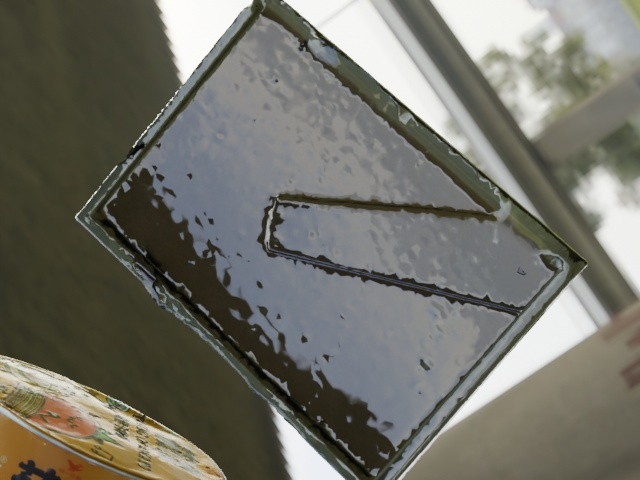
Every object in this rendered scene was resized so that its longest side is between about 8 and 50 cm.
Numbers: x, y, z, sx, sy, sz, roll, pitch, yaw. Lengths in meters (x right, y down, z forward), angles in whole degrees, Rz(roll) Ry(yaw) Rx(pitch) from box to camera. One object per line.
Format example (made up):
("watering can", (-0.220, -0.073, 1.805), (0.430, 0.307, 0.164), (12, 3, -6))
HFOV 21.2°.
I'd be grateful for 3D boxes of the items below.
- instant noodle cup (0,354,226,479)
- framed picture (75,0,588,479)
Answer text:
("instant noodle cup", (-0.196, 0.200, 1.222), (0.215, 0.172, 0.216), (26, -177, -2))
("framed picture", (0.000, 0.000, 1.088), (0.281, 0.209, 0.019), (44, -170, 13))
